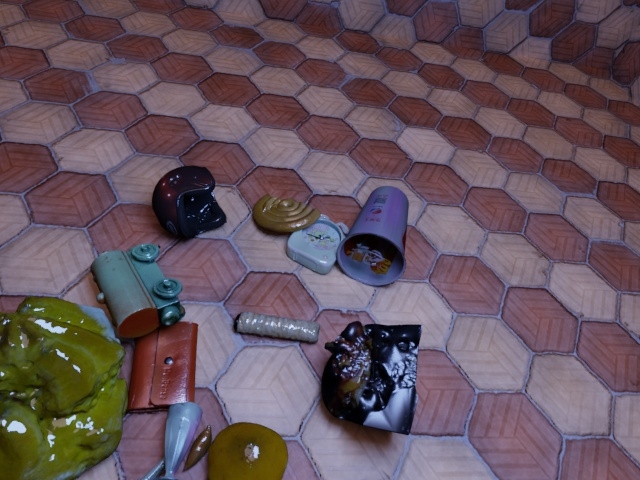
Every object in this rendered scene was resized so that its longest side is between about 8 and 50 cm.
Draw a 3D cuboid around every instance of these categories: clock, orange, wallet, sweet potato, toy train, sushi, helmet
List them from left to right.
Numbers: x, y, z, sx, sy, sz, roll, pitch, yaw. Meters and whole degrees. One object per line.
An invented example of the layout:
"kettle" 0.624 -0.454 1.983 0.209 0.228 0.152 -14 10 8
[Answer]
"toy train" -0.444 0.115 1.035 0.177 0.116 0.285 -18 44 -33
"wallet" -0.359 0.287 0.991 0.142 0.045 0.204 1 52 -12
"helmet" -0.372 -0.110 1.216 0.193 0.189 0.216 9 54 7
"sweet potato" -0.255 0.436 0.903 0.034 0.034 0.095 26 62 9
"orange" -0.147 0.441 0.878 0.170 0.112 0.160 -22 58 -40
"clock" 0.000 0.000 1.290 0.151 0.062 0.191 27 51 12
"sushi" 0.106 0.303 0.998 0.212 0.215 0.227 11 71 3

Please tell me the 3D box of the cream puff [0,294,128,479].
"cream puff" -0.558 0.274 0.812 0.378 0.275 0.378 7 52 -8

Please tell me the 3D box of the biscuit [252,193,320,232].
"biscuit" -0.124 -0.080 1.303 0.224 0.033 0.144 20 48 31

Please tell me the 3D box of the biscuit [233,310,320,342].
"biscuit" -0.109 0.219 1.094 0.219 0.055 0.061 11 40 -4

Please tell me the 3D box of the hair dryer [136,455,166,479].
"hair dryer" -0.448 0.500 0.798 0.229 0.092 0.267 13 36 6

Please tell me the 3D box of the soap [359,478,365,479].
"soap" 0.214 0.628 0.844 0.302 0.258 0.159 -9 36 41

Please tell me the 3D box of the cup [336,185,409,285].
"cup" 0.180 -0.031 1.288 0.203 0.203 0.288 20 44 4

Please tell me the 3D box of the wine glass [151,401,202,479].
"wine glass" -0.288 0.415 0.868 0.073 0.073 0.155 6 40 -8
